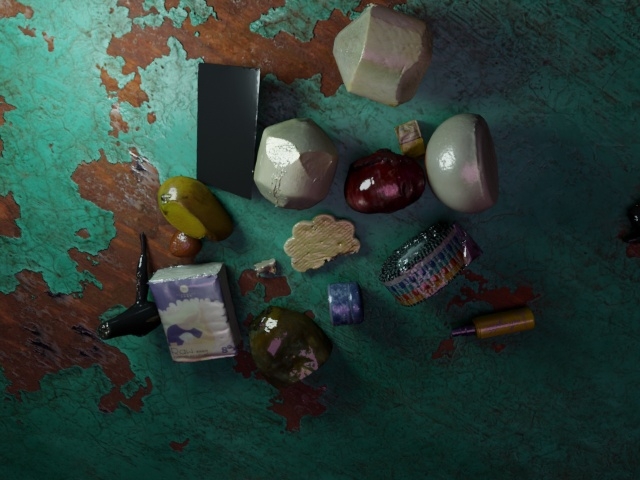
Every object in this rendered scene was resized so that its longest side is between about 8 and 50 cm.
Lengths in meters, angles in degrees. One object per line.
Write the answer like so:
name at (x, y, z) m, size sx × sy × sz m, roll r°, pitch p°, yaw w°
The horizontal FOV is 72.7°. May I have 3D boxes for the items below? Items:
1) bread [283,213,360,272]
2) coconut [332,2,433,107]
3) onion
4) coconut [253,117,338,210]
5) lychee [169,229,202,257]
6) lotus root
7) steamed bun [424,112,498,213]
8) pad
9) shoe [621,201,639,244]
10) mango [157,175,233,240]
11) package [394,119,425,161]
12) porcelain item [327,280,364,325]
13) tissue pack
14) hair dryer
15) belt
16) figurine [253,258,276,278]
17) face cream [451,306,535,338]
bread at (0.000, 0.000, 1.449) m, size 0.251 × 0.039 × 0.181 m, roll -21°, pitch 108°, yaw 10°
coconut at (0.153, -0.490, 1.151) m, size 0.245 × 0.239 × 0.239 m, roll 13°, pitch 111°, yaw -8°
onion at (0.185, -0.172, 1.267) m, size 0.247 × 0.246 × 0.190 m, roll -7°, pitch 103°, yaw 5°
coconut at (-0.068, -0.229, 1.257) m, size 0.245 × 0.245 × 0.247 m, roll 15°, pitch 118°, yaw -3°
lychee at (-0.433, -0.001, 1.434) m, size 0.140 × 0.101 × 0.114 m, roll -30°, pitch 122°, yaw -1°
lotus root at (-0.133, 0.366, 1.543) m, size 0.267 × 0.149 × 0.260 m, roll -31°, pitch 107°, yaw 10°
steamed bun at (0.393, -0.212, 1.235) m, size 0.177 × 0.283 × 0.282 m, roll -7°, pitch 113°, yaw 31°
pad at (-0.281, -0.324, 1.285) m, size 0.248 × 0.007 × 0.367 m, roll 20°, pitch 115°, yaw 30°
shoe at (1.018, -0.075, 1.350) m, size 0.112 × 0.099 × 0.227 m, roll -2°, pitch 112°, yaw 11°
mango at (-0.388, -0.093, 1.371) m, size 0.130 × 0.167 × 0.262 m, roll -25°, pitch 117°, yaw 37°
package at (0.274, -0.295, 1.318) m, size 0.071 × 0.047 × 0.131 m, roll -18°, pitch 108°, yaw 6°
porcelain item at (0.088, 0.212, 1.469) m, size 0.114 × 0.147 × 0.147 m, roll -6°, pitch 111°, yaw 5°
tissue pack at (-0.427, 0.257, 1.517) m, size 0.243 × 0.125 × 0.343 m, roll -7°, pitch 112°, yaw 1°
hair dryer at (-0.620, 0.147, 1.443) m, size 0.120 × 0.304 × 0.358 m, roll 0°, pitch 89°, yaw 13°
belt at (0.340, 0.081, 1.381) m, size 0.295 × 0.207 × 0.160 m, roll -39°, pitch 101°, yaw 0°
figurine at (-0.186, 0.097, 1.496) m, size 0.084 × 0.047 × 0.050 m, roll -18°, pitch 124°, yaw 2°
face cream at (0.594, 0.295, 1.517) m, size 0.274 × 0.078 × 0.078 m, roll -13°, pitch 110°, yaw 7°
